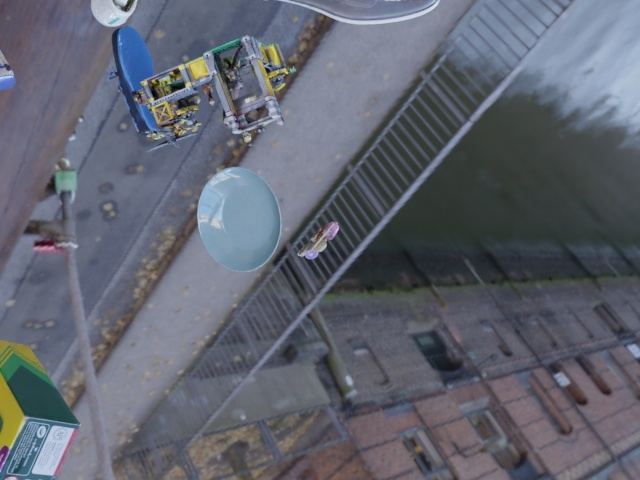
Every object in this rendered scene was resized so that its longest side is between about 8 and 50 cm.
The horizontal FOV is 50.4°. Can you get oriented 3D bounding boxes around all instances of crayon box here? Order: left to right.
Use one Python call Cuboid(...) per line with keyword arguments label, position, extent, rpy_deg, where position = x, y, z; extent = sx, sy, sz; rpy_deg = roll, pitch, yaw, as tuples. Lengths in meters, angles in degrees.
Cuboid(label="crayon box", position=(-0.577, 0.397, 1.173), extent=(0.106, 0.313, 0.362), rpy_deg=(24, 92, -40))

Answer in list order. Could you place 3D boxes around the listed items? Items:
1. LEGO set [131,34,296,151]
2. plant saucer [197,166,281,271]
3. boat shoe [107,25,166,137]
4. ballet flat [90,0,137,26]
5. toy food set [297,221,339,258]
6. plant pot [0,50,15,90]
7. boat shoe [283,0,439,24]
Cuboid(label="LEGO set", position=(-0.198, -0.272, 1.398), extent=(0.331, 0.192, 0.255), rpy_deg=(-20, -175, 3))
Cuboid(label="plant saucer", position=(-0.143, -0.040, 1.259), extent=(0.195, 0.195, 0.037), rpy_deg=(-49, 162, 27))
Cuboid(label="boat shoe", position=(-0.444, -0.363, 1.591), extent=(0.089, 0.258, 0.109), rpy_deg=(-1, -165, 40))
Cuboid(label="ballet flat", position=(-0.476, -0.735, 1.704), extent=(0.139, 0.139, 0.400), rpy_deg=(10, 92, -52))
Cuboid(label="toy food set", position=(0.000, 0.000, 1.102), extent=(0.078, 0.019, 0.122), rpy_deg=(-50, -173, -6))
Cuboid(label="plant pot", position=(-0.853, -0.395, 1.526), extent=(0.212, 0.236, 0.236), rpy_deg=(-21, -167, 25))
Cuboid(label="boat shoe", position=(0.006, -0.388, 0.964), extent=(0.335, 0.112, 0.095), rpy_deg=(10, 157, 7))
